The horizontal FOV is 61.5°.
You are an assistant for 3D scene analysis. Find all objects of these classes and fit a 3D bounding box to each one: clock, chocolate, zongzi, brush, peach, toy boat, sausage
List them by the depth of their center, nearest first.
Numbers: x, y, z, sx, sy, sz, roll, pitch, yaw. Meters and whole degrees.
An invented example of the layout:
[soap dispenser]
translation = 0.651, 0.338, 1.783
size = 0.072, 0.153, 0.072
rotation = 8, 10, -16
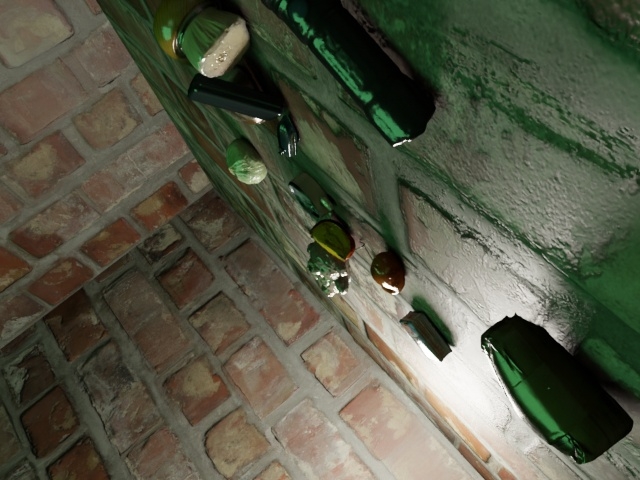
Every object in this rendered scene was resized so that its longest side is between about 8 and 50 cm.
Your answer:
[zongzi]
translation = 0.418, 0.282, 1.047
size = 0.274, 0.145, 0.300
rotation = 52, 177, 18
[brush]
translation = -0.264, -0.467, 1.268
size = 0.166, 0.174, 0.266
rotation = 40, 177, 4
[toy boat]
translation = -0.087, -0.282, 1.423
size = 0.055, 0.060, 0.141
rotation = 47, 162, 20
[sausage]
translation = 0.190, 0.093, 1.498
size = 0.089, 0.089, 0.179
rotation = 44, 171, 32
[chocolate]
translation = -0.267, -0.430, 1.573
size = 0.303, 0.100, 0.185
rotation = 43, 170, 49
[clock]
translation = -0.034, -0.135, 1.681
size = 0.229, 0.063, 0.155
rotation = 39, 163, 51
[peach]
translation = 0.049, -0.006, 1.690
size = 0.172, 0.092, 0.127
rotation = 30, 170, 45

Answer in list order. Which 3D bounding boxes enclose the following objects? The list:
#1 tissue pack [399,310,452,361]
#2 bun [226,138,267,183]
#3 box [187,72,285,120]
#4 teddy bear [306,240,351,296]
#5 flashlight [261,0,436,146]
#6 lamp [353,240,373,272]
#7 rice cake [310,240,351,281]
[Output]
[tissue pack]
translation = 0.322, 0.294, 1.655
size = 0.155, 0.065, 0.115
rotation = 51, 169, -2
[bun]
translation = -0.297, -0.297, 2.075
size = 0.195, 0.118, 0.195
rotation = 49, 173, 8
[box]
translation = -0.215, -0.359, 1.362
size = 0.230, 0.050, 0.160
rotation = 11, -177, -20
[teddy bear]
translation = 0.035, 0.090, 1.929
size = 0.236, 0.151, 0.267
rotation = 53, 176, 21
[flashlight]
translation = 0.010, -0.313, 0.805
size = 0.424, 0.103, 0.103
rotation = 50, 169, 3
[lamp]
translation = 0.153, 0.058, 1.648
size = 0.121, 0.041, 0.054
rotation = 51, 162, -17
[rice cake]
translation = 0.039, 0.082, 2.166
size = 0.226, 0.040, 0.085
rotation = 43, 168, 34
